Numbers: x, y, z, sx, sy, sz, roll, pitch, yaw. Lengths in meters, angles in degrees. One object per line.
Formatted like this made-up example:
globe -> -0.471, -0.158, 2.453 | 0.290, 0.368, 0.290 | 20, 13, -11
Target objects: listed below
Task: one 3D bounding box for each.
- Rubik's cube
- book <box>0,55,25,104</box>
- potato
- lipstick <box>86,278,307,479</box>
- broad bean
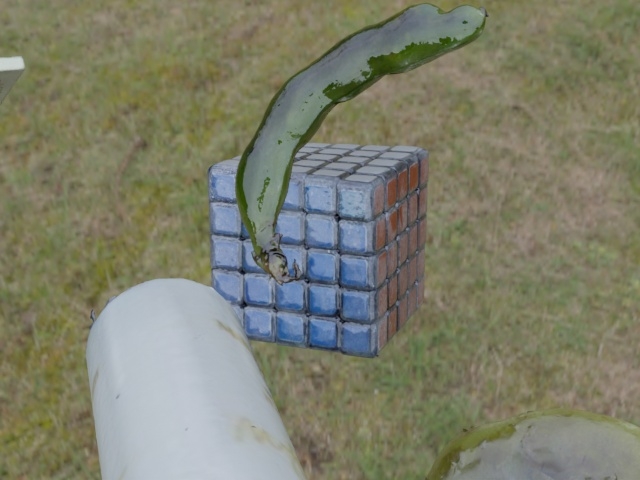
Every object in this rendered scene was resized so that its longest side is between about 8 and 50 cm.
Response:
Rubik's cube -> 0.000, 0.000, 1.643 | 0.236, 0.237, 0.238 | 7, 16, 20
book -> -0.456, -0.123, 1.199 | 0.295, 0.208, 0.020 | -9, 78, -31
potato -> 0.270, 0.313, 1.522 | 0.307, 0.173, 0.210 | -21, 76, 11
lipstick -> -0.024, 0.085, 0.317 | 0.059, 0.059, 0.264 | -12, 25, -9
broad bean -> 0.017, -0.106, 1.072 | 0.292, 0.049, 0.144 | -52, 52, 6
